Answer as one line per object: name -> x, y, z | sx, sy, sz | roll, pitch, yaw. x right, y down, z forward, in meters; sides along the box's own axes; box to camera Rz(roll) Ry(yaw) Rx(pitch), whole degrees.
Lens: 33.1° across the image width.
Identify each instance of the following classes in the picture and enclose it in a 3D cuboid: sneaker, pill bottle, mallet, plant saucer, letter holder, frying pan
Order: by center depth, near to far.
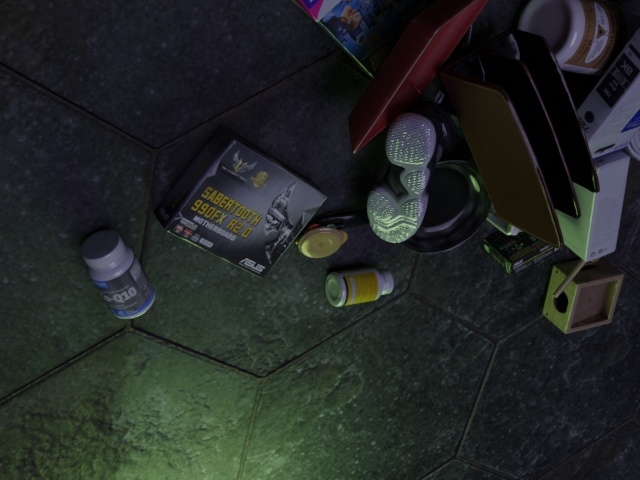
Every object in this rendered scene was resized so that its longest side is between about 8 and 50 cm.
plant saucer -> 0.149, -0.280, 1.650 | 0.258, 0.048, 0.259 | -44, 173, -48
pill bottle -> -0.318, 0.052, 1.685 | 0.078, 0.078, 0.137 | -31, 134, -10
letter holder -> 0.352, -0.166, 1.754 | 0.152, 0.214, 0.302 | -31, 116, -10
mallet -> 0.235, -0.304, 1.818 | 0.039, 0.062, 0.189 | -8, 112, -30
sneaker -> 0.163, -0.125, 1.820 | 0.153, 0.101, 0.268 | -50, 159, -44
pill bottle -> 0.460, -0.352, 1.852 | 0.229, 0.131, 0.131 | 1, 122, -39
frying pan -> 0.158, -0.037, 1.948 | 0.326, 0.053, 0.197 | -24, 127, -3
pill bottle -> 0.073, 0.082, 1.972 | 0.116, 0.065, 0.065 | -8, 126, -28

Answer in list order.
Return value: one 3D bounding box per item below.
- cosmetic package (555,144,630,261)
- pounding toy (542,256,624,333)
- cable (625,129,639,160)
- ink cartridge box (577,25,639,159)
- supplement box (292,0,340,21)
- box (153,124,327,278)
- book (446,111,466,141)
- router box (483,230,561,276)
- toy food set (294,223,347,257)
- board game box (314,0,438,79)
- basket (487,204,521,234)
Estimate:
cosmetic package -> 0.526, -0.086, 2.109 | 0.085, 0.117, 0.231 | -20, 132, -21
pounding toy -> 0.533, 0.082, 2.255 | 0.181, 0.094, 0.206 | -10, 124, -26
cable -> 0.676, -0.273, 2.087 | 0.257, 0.089, 0.257 | -37, 134, -3
ink cartridge box -> 0.549, -0.268, 1.878 | 0.165, 0.065, 0.332 | -19, 153, -34
supplement box -> 0.025, -0.436, 1.523 | 0.220, 0.114, 0.111 | -42, 136, 3
box -> -0.126, -0.057, 1.745 | 0.183, 0.056, 0.231 | -50, 134, 10
book -> 0.290, -0.242, 1.900 | 0.144, 0.035, 0.096 | -48, 131, 9
router box -> 0.396, 0.008, 2.109 | 0.122, 0.092, 0.038 | -27, 133, -13
toy food set -> 0.000, 0.000, 1.877 | 0.083, 0.020, 0.082 | -36, 137, 26
board game box -> 0.085, -0.348, 1.664 | 0.194, 0.060, 0.194 | -37, 136, -5
basket -> 0.372, -0.110, 1.995 | 0.103, 0.113, 0.167 | -10, 127, -32
